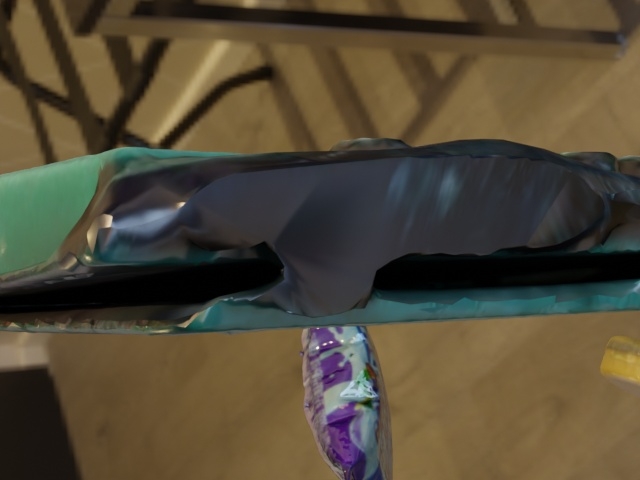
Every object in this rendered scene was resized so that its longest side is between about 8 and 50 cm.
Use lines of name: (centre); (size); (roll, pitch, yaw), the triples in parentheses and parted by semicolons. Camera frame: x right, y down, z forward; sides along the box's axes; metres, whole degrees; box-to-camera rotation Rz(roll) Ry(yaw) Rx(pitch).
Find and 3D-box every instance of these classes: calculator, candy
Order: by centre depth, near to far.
calculator: (0.000, 0.000, 0.514); (0.248, 0.274, 0.058); (-3, 87, 58)
candy: (0.025, 0.142, 1.284); (0.145, 0.070, 0.275); (65, -168, -48)

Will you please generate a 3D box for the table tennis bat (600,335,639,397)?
table tennis bat: (0.214, 0.088, 0.692); (0.198, 0.321, 0.050); (24, 87, 28)
